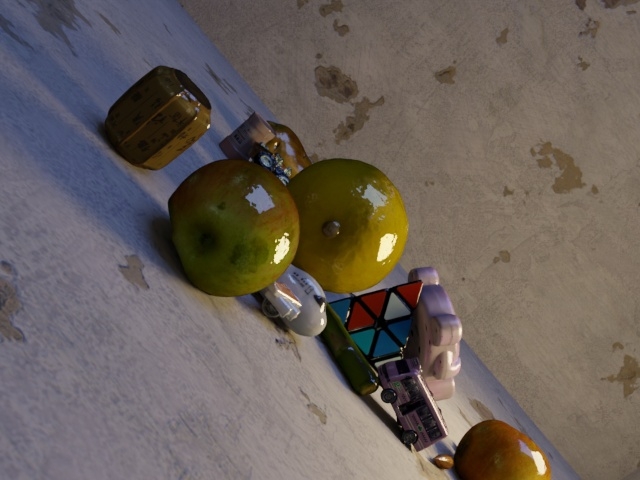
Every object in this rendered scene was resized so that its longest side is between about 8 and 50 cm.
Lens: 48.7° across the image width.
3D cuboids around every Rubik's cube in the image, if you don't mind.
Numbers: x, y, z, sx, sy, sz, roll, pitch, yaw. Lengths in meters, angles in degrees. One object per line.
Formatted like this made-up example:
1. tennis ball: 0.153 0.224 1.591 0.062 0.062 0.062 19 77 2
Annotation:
1. Rubik's cube: 0.156 0.160 1.832 0.250 0.234 0.284 43 13 -33

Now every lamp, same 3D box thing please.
1. lamp: -0.313 -0.235 1.367 0.161 0.185 0.161 47 13 -14

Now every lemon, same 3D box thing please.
1. lemon: 0.045 -0.034 1.663 0.348 0.348 0.348 48 10 -11

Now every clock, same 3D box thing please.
1. clock: 0.290 0.254 1.938 0.322 0.113 0.295 96 -18 -45

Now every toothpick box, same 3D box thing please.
1. toothpick box: -0.220 -0.306 2.142 0.098 0.149 0.098 48 10 -11

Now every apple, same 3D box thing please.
1. apple: -0.162 -0.017 1.239 0.246 0.246 0.226 49 29 -7
2. apple: 0.447 0.573 1.759 0.237 0.207 0.237 46 -9 10

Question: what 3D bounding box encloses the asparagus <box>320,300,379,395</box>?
1. asparagus: 0.043 0.229 1.591 0.067 0.060 0.277 10 37 -44

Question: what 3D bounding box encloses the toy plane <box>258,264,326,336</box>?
1. toy plane: -0.070 0.087 1.444 0.244 0.117 0.244 48 8 -9

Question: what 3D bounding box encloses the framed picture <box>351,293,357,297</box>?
1. framed picture: 0.183 0.260 2.224 0.195 0.010 0.199 56 11 31

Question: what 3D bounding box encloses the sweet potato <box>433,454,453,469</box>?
1. sweet potato: 0.291 0.521 1.664 0.095 0.034 0.034 34 18 -51

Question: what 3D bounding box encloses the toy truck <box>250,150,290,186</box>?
1. toy truck: -0.125 -0.142 1.975 0.208 0.113 0.126 55 35 5

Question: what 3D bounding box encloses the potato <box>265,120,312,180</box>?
1. potato: -0.108 -0.271 2.514 0.369 0.176 0.195 52 -18 -10

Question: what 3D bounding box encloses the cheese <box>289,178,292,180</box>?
1. cheese: -0.051 -0.078 2.148 0.235 0.117 0.218 37 17 -40

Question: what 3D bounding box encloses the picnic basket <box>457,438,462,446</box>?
1. picnic basket: 0.408 0.575 1.920 0.083 0.065 0.083 49 -13 -32

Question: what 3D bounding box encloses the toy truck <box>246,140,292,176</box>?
1. toy truck: -0.164 -0.211 2.118 0.080 0.115 0.178 37 -2 22

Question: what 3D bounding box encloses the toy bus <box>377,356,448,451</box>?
1. toy bus: 0.204 0.361 1.575 0.096 0.108 0.198 -94 158 -75
